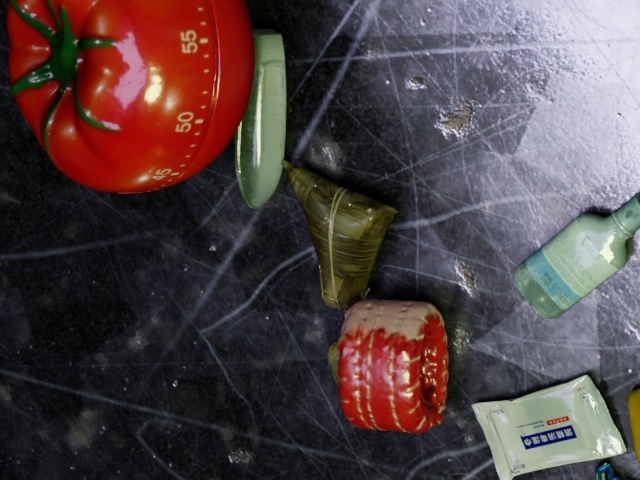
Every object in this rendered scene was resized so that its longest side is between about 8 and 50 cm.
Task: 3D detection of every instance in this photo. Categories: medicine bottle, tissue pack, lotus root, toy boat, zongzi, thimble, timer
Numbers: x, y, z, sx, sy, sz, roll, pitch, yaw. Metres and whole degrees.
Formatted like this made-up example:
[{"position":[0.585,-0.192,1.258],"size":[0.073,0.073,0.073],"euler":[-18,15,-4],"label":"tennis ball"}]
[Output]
[{"position":[0.355,0.016,1.900],"size":[0.208,0.053,0.090],"euler":[-42,82,27],"label":"medicine bottle"},{"position":[0.318,0.263,2.000],"size":[0.193,0.026,0.122],"euler":[-19,95,29],"label":"tissue pack"},{"position":[0.044,0.194,2.103],"size":[0.054,0.049,0.099],"euler":[-18,101,27],"label":"lotus root"},{"position":[-0.093,-0.174,2.058],"size":[0.085,0.078,0.260],"euler":[16,111,47],"label":"toy boat"},{"position":[0.000,0.000,2.054],"size":[0.184,0.084,0.187],"euler":[26,116,21],"label":"zongzi"},{"position":[0.102,0.176,2.004],"size":[0.125,0.163,0.189],"euler":[1,111,23],"label":"thimble"},{"position":[-0.259,-0.255,1.973],"size":[0.378,0.279,0.378],"euler":[10,104,49],"label":"timer"}]

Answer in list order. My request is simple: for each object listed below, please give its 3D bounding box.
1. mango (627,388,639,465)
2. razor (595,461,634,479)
[{"position":[0.462,0.267,1.878],"size":[0.101,0.066,0.187],"euler":[-30,53,9],"label":"mango"},{"position":[0.524,0.305,1.902],"size":[0.324,0.093,0.056],"euler":[-23,133,25],"label":"razor"}]
